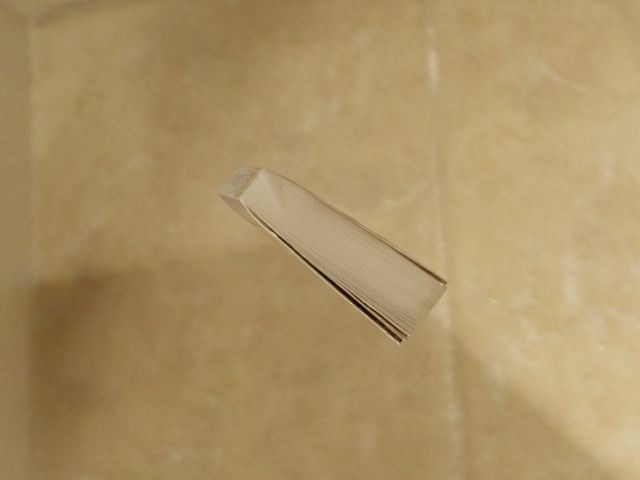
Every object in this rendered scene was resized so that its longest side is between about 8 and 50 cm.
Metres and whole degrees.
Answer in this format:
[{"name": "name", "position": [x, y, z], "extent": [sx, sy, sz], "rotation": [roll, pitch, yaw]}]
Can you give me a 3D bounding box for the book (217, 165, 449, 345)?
[{"name": "book", "position": [0.000, 0.000, 0.828], "extent": [0.096, 0.144, 0.035], "rotation": [38, 88, -6]}]
